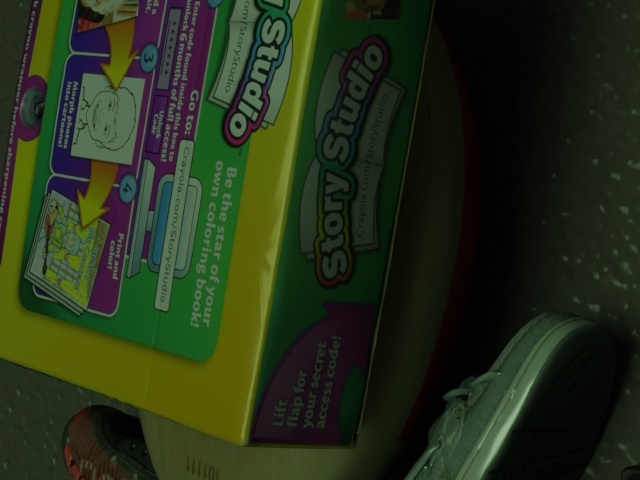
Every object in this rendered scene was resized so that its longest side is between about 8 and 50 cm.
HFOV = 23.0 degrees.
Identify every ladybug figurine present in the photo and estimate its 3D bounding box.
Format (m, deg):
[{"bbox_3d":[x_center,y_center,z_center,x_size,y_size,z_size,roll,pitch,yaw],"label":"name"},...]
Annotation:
[{"bbox_3d":[0.000,0.000,1.149,0.305,0.162,0.450,14,94,48],"label":"ladybug figurine"}]

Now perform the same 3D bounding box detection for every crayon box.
[{"bbox_3d":[-0.082,-0.072,1.052,0.313,0.106,0.363,11,92,46],"label":"crayon box"}]

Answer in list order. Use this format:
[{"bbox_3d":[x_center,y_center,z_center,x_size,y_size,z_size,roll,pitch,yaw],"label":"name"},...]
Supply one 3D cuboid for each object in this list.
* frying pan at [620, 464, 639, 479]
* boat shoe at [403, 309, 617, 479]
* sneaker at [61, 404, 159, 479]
[{"bbox_3d":[0.313,0.218,0.905,0.197,0.053,0.326,-47,58,30],"label":"frying pan"},{"bbox_3d":[0.091,0.171,1.081,0.103,0.118,0.320,45,123,33],"label":"boat shoe"},{"bbox_3d":[-0.113,0.197,1.282,0.276,0.097,0.135,37,121,39],"label":"sneaker"}]
